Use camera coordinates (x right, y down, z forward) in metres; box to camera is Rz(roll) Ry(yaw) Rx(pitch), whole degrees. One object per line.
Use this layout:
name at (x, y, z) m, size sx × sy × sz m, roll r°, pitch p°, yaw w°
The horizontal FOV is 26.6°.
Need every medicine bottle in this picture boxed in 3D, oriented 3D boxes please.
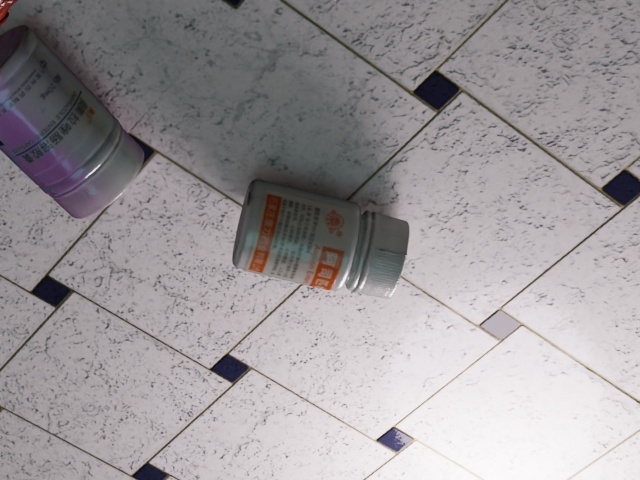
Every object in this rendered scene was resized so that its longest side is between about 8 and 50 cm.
medicine bottle at (-0.387, -0.166, 1.939) m, size 0.152 × 0.152 × 0.254 m, roll -28°, pitch 122°, yaw 25°
medicine bottle at (0.000, 0.000, 2.054) m, size 0.252 × 0.144 × 0.145 m, roll 11°, pitch 130°, yaw -8°

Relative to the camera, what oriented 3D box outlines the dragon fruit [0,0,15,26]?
dragon fruit at (-0.482, -0.393, 1.680) m, size 0.301 × 0.296 × 0.296 m, roll -33°, pitch 121°, yaw 12°
